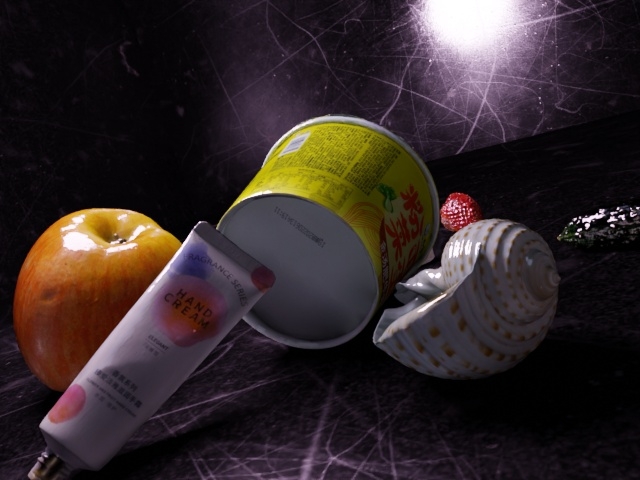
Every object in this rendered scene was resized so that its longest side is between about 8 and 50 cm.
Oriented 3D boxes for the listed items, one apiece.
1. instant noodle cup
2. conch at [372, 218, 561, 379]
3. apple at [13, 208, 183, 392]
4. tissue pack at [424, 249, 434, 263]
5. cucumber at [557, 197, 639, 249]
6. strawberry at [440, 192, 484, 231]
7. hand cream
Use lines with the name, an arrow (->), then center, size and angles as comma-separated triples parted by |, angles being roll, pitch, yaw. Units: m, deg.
instant noodle cup -> 0.000, 0.000, 0.827 | 0.312, 0.311, 0.221 | -11, 21, 28
conch -> 0.153, 0.071, 0.581 | 0.172, 0.131, 0.200 | -54, 1, -32
apple -> -0.347, 0.079, 0.940 | 0.302, 0.301, 0.301 | -16, 10, 3
tissue pack -> 0.160, 0.023, 1.052 | 0.062, 0.042, 0.083 | -17, 10, -14
cucumber -> 0.462, -0.027, 0.769 | 0.300, 0.072, 0.072 | -9, 13, 41
strawberry -> 0.286, -0.051, 1.163 | 0.083, 0.083, 0.096 | -21, 44, -23
hand cream -> -0.194, 0.129, 0.663 | 0.340, 0.124, 0.077 | -53, -2, -25
